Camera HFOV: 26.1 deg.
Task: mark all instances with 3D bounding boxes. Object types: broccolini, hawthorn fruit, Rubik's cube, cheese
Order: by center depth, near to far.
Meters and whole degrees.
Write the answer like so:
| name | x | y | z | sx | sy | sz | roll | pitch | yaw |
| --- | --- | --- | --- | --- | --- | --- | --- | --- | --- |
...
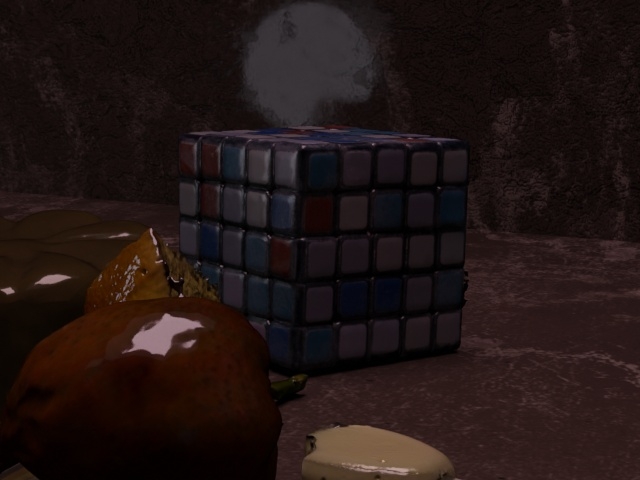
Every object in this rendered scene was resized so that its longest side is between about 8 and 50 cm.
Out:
| name | x | y | z | sx | sy | sz | roll | pitch | yaw |
| --- | --- | --- | --- | --- | --- | --- | --- | --- | --- |
| hawthorn fruit | -0.154 | 0.153 | 1.124 | 0.248 | 0.208 | 0.208 | -15 | 11 | -8 |
| cheese | 0.089 | 0.213 | 1.213 | 0.255 | 0.050 | 0.127 | 8 | 11 | 38 |
| broccolini | -0.094 | 0.183 | 1.497 | 0.057 | 0.071 | 0.254 | -41 | -20 | 25 |
| Rubik's cube | 0.000 | 0.000 | 1.838 | 0.293 | 0.291 | 0.287 | -7 | 11 | -37 |

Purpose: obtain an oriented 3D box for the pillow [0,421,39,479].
| name | x | y | z | sx | sy | sz | roll | pitch | yaw |
| --- | --- | --- | --- | --- | --- | --- | --- | --- | --- |
| pillow | -0.315 | 0.204 | 1.215 | 0.212 | 0.052 | 0.208 | 3 | 11 | 26 |

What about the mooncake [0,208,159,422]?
| name | x | y | z | sx | sy | sz | roll | pitch | yaw |
| --- | --- | --- | --- | --- | --- | --- | --- | --- | --- |
| mooncake | -0.338 | 0.083 | 1.528 | 0.379 | 0.200 | 0.378 | 0 | 9 | 0 |

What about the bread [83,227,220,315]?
| name | x | y | z | sx | sy | sz | roll | pitch | yaw |
| --- | --- | --- | --- | --- | --- | --- | --- | --- | --- |
| bread | -0.163 | 0.093 | 1.342 | 0.134 | 0.129 | 0.260 | -20 | -22 | 3 |
